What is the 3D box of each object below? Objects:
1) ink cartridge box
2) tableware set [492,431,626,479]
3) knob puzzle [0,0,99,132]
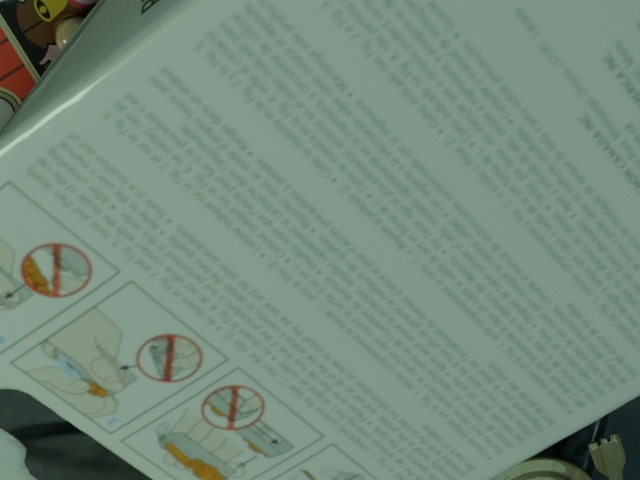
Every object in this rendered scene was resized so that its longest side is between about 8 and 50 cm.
[{"bbox_3d":[0.000,0.000,0.650,0.385,0.091,0.308,-33,126,20],"label":"ink cartridge box"},{"bbox_3d":[0.107,0.118,0.847,0.128,0.039,0.194,-22,111,-3],"label":"tableware set"},{"bbox_3d":[-0.143,-0.093,0.660,0.213,0.030,0.213,-8,112,-21],"label":"knob puzzle"}]
